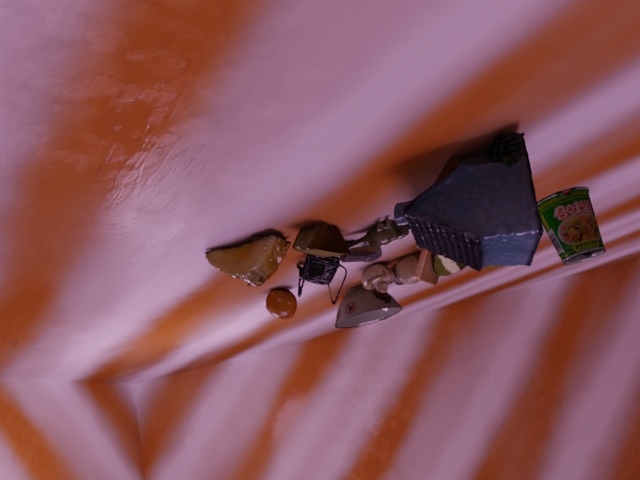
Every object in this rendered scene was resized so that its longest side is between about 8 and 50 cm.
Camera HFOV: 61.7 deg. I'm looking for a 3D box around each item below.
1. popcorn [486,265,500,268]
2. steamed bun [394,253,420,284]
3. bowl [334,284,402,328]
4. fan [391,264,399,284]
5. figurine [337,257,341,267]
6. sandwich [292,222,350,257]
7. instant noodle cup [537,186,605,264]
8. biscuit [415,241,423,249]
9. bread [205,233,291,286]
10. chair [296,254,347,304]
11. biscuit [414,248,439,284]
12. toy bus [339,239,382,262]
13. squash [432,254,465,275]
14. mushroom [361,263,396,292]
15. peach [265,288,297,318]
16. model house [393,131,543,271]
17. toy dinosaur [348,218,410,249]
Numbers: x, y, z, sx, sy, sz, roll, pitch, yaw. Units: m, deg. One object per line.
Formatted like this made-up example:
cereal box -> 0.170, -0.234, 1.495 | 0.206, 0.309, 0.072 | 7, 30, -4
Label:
popcorn -> 0.728, 0.060, 2.287 | 0.126, 0.125, 0.145 | -8, 153, 11
steamed bun -> 0.378, 0.127, 2.223 | 0.130, 0.112, 0.091 | -38, 134, 5
bowl -> 0.214, 0.303, 2.586 | 0.338, 0.157, 0.337 | -13, 162, -4
fan -> 0.375, 0.157, 2.399 | 0.130, 0.074, 0.244 | -13, 163, -2
figurine -> 0.036, 0.076, 1.983 | 0.084, 0.047, 0.050 | -10, 148, 12
sandwich -> 0.000, 0.000, 1.663 | 0.090, 0.088, 0.244 | -13, 168, 29
instant noodle cup -> 0.897, -0.044, 1.916 | 0.207, 0.232, 0.207 | -11, 161, -4
biscuit -> 0.394, -0.074, 1.715 | 0.217, 0.044, 0.325 | -31, 160, 2
bread -> -0.210, 0.074, 1.650 | 0.252, 0.132, 0.174 | -16, 160, 9
chair -> -0.005, 0.106, 1.900 | 0.140, 0.221, 0.145 | 15, 110, -12
biscuit -> 0.446, 0.095, 2.173 | 0.030, 0.160, 0.250 | 16, 179, 31
toy bus -> 0.141, 0.040, 1.893 | 0.172, 0.072, 0.057 | 0, 153, -37
squash -> 0.537, 0.068, 2.117 | 0.192, 0.085, 0.184 | -40, 147, -3
mushroom -> 0.247, 0.163, 2.254 | 0.154, 0.122, 0.154 | -14, 157, -6
peach -> -0.163, 0.269, 2.269 | 0.138, 0.138, 0.138 | -12, 162, -4
model house -> 0.376, -0.075, 1.426 | 0.340, 0.297, 0.360 | -10, 162, 13
toy dinosaur -> 0.201, -0.015, 1.765 | 0.363, 0.076, 0.147 | -19, 174, -3
